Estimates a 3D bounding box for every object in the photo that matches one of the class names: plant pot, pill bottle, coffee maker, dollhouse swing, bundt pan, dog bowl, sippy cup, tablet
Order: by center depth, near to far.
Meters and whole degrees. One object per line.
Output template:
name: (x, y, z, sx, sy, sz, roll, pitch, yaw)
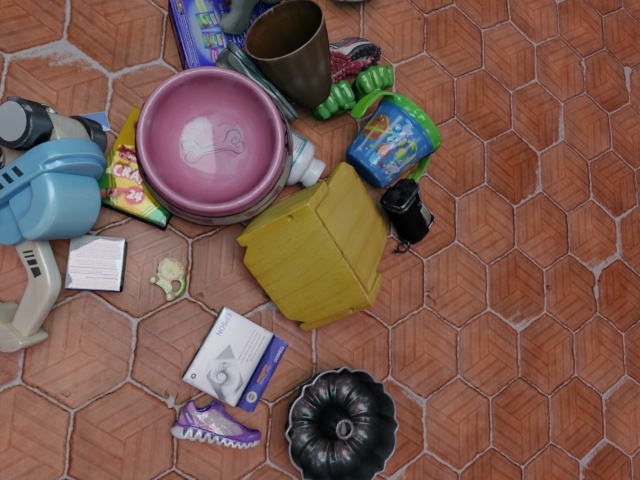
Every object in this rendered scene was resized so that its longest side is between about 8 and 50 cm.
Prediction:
dog bowl: (-0.263, -0.238, 1.123, 0.407, 0.150, 0.409, 0, 92, -9)
tablet: (-0.615, -0.316, 1.222, 0.083, 0.006, 0.054, -15, 87, -21)
plant pot: (-0.056, -0.479, 1.228, 0.215, 0.230, 0.216, -10, 60, 17)
bundt pan: (0.046, 0.514, 1.270, 0.330, 0.124, 0.332, 3, 82, -20)
dollhouse swing: (0.000, 0.000, 1.304, 0.314, 0.305, 0.347, -25, 116, 20)
pill bottle: (-0.118, -0.256, 1.311, 0.264, 0.146, 0.146, 32, 73, -13)
sippy cup: (0.207, -0.288, 1.389, 0.305, 0.240, 0.224, 44, 89, -4)
coffee maker: (0.263, -0.074, 1.392, 0.178, 0.120, 0.171, 48, 53, -47)

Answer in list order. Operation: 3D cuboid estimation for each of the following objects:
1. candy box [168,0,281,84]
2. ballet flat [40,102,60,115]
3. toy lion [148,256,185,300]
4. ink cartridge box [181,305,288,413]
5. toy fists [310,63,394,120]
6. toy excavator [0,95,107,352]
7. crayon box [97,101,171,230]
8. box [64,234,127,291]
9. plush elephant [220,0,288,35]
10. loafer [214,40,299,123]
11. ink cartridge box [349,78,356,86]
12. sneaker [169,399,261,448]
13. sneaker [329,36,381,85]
candy box: (-0.253, -0.582, 1.325, 0.316, 0.122, 0.269, -14, 86, -19)
ballet flat: (-0.661, -0.255, 1.165, 0.072, 0.068, 0.213, -36, 95, -20)
toy lion: (-0.404, 0.099, 1.226, 0.100, 0.034, 0.096, 49, 63, -7)
ink cartridge box: (-0.225, 0.330, 1.244, 0.223, 0.045, 0.224, 31, 73, -13)
toy fists: (0.099, -0.451, 1.393, 0.279, 0.142, 0.096, -26, 92, -9)
toy excavator: (-0.642, -0.022, 1.023, 0.432, 0.222, 0.446, -28, 84, 13)
crayon box: (-0.452, -0.212, 1.225, 0.202, 0.081, 0.319, 23, 75, -14)
box: (-0.565, 0.060, 1.151, 0.126, 0.072, 0.137, 6, 80, -18)
plush elephant: (-0.168, -0.750, 1.194, 0.271, 0.330, 0.256, -17, 65, -13)
loafer: (-0.173, -0.418, 1.254, 0.084, 0.096, 0.267, -41, 112, 10)
ink cartridge box: (0.126, -0.495, 1.491, 0.114, 0.029, 0.063, -6, 85, -20)
sneaker: (-0.264, 0.477, 1.189, 0.236, 0.095, 0.105, 18, 69, -15)
sneaker: (0.044, -0.569, 1.435, 0.299, 0.121, 0.112, -21, 53, -27)
